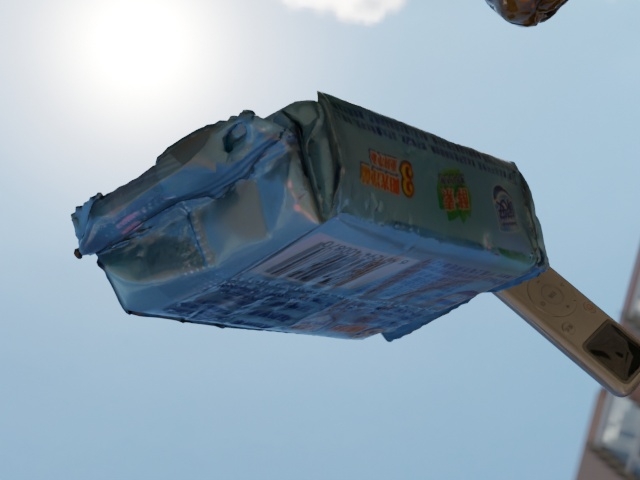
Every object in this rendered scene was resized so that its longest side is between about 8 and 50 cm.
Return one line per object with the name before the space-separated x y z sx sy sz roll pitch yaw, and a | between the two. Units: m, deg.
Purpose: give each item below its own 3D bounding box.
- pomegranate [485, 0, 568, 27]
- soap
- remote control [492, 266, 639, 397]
pomegranate | 0.125 -0.297 0.885 0.410 0.410 0.410 6 -149 -4
soap | 0.006 -0.005 0.900 0.293 0.156 0.077 12 -121 -55
remote control | 0.195 0.042 1.464 0.261 0.029 0.067 41 -132 13
